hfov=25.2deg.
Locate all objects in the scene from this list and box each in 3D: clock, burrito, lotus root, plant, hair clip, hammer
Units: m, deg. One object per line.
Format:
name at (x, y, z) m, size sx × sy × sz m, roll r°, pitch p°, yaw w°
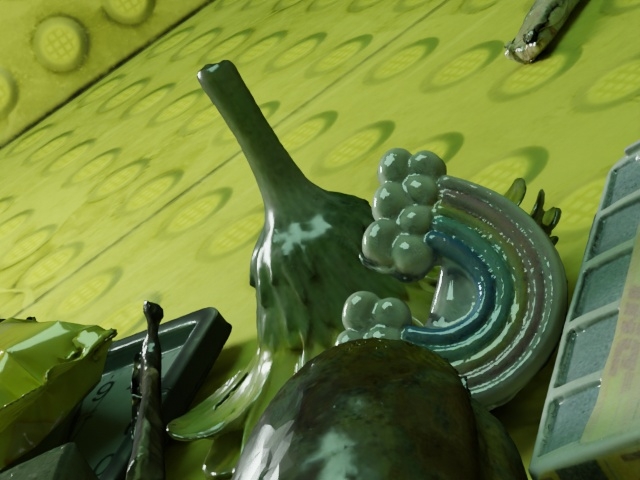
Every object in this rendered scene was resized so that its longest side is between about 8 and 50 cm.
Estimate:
clock at (-0.221, 0.179, 1.239) m, size 0.273 × 0.049 × 0.279 m, roll -21°, pitch 23°, yaw 30°
burrito at (0.246, -0.243, 1.547) m, size 0.051 × 0.042 × 0.171 m, roll -19°, pitch 27°, yaw 41°
lotus root at (0.020, 0.167, 0.702) m, size 0.160 × 0.152 × 0.275 m, roll -33°, pitch 31°, yaw 34°
plant at (0.036, 0.029, 0.999) m, size 0.261 × 0.297 × 0.306 m, roll 22°, pitch 44°, yaw 34°
hair clip at (0.081, 0.054, 0.897) m, size 0.140 × 0.054 × 0.220 m, roll 10°, pitch 76°, yaw 18°
hammer at (-0.119, 0.123, 0.983) m, size 0.027 × 0.125 × 0.297 m, roll 1°, pitch 7°, yaw -7°

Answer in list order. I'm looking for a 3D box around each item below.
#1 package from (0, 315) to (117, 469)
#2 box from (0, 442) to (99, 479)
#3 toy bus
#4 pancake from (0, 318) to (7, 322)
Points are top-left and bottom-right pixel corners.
package at (-0.268, 0.129, 1.222) m, size 0.168 × 0.090 × 0.226 m, roll -44°, pitch 17°, yaw -22°
box at (-0.128, 0.245, 0.681) m, size 0.155 × 0.231 × 0.149 m, roll -27°, pitch 20°, yaw 13°
toy bus at (0.221, 0.041, 0.850) m, size 0.138 × 0.097 × 0.342 m, roll -28°, pitch 21°, yaw 33°
pancake at (-0.403, 0.175, 1.378) m, size 0.288 × 0.033 × 0.286 m, roll -45°, pitch -2°, yaw 14°
